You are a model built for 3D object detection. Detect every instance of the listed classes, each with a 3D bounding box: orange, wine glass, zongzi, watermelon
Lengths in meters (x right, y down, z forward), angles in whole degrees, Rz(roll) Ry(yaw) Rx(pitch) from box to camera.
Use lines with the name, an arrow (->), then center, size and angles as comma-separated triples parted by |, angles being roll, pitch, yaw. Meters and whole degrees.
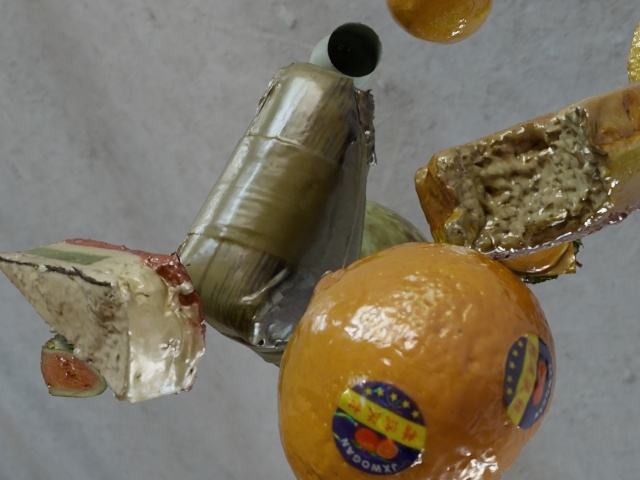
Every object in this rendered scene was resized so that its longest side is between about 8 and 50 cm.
orange -> 0.053, 0.085, 0.638 | 0.155, 0.178, 0.178 | 24, 144, 14
wine glass -> 0.027, -0.246, 1.548 | 0.093, 0.093, 0.202 | 53, 166, -3
zongzi -> 0.000, 0.000, 1.102 | 0.145, 0.274, 0.300 | 18, 165, 34
watermelon -> -0.280, 0.151, 1.302 | 0.069, 0.087, 0.163 | 47, 156, 13
orange -> 0.171, -0.360, 1.557 | 0.159, 0.159, 0.136 | 40, 145, 20

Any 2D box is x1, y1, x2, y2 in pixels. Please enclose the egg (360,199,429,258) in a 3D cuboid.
egg -> 0.050, 0.063, 1.476 | 0.238, 0.238, 0.289 | 30, 157, 33

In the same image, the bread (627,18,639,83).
bread -> 0.567, -0.256, 1.716 | 0.147, 0.160, 0.261 | -28, 61, 45

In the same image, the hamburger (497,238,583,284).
hamburger -> 0.321, -0.007, 1.710 | 0.189, 0.164, 0.093 | 8, 168, 3

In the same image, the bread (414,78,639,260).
bread -> 0.262, -0.073, 0.801 | 0.185, 0.380, 0.109 | 161, 92, -80

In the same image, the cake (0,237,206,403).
cake -> -0.185, 0.029, 0.911 | 0.220, 0.086, 0.117 | 44, 129, 32
